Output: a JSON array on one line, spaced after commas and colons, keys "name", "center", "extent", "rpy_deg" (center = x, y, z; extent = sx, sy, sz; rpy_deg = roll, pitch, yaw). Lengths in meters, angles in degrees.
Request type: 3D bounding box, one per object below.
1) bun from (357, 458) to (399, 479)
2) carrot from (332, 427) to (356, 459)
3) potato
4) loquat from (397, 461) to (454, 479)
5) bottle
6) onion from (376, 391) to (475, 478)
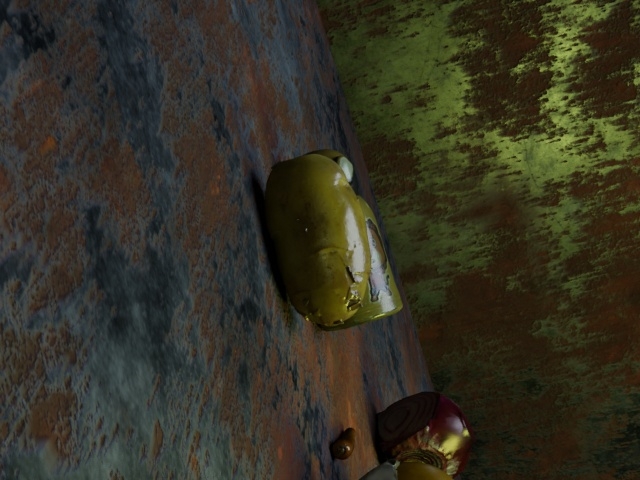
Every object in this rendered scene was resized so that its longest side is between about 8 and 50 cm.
[{"name": "bun", "center": [0.127, 0.503, 1.579], "extent": [0.205, 0.281, 0.282], "rpy_deg": [97, -11, -51]}, {"name": "carrot", "center": [0.047, 0.378, 1.929], "extent": [0.190, 0.037, 0.037], "rpy_deg": [13, 63, -84]}, {"name": "potato", "center": [0.000, 0.000, 1.795], "extent": [0.140, 0.172, 0.300], "rpy_deg": [128, -51, -83]}, {"name": "loquat", "center": [0.163, 0.506, 1.802], "extent": [0.235, 0.235, 0.235], "rpy_deg": [-15, 90, -81]}, {"name": "bottle", "center": [0.033, -0.007, 2.038], "extent": [0.171, 0.171, 0.351], "rpy_deg": [-30, 103, -80]}, {"name": "onion", "center": [0.258, 0.471, 2.391], "extent": [0.207, 0.206, 0.216], "rpy_deg": [57, 12, -21]}]
